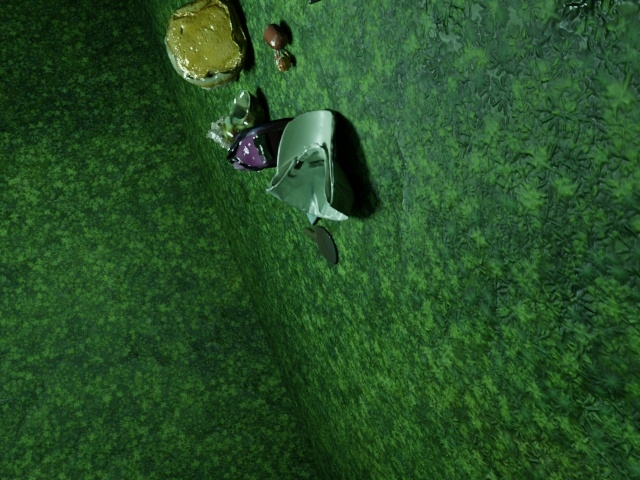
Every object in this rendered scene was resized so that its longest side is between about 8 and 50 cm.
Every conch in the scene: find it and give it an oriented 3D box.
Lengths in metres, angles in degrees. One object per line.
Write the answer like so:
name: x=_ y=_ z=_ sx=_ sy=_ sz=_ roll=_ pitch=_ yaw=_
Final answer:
conch: x=-0.382 y=-0.439 z=2.225 sx=0.245 sy=0.178 sz=0.163 roll=38 pitch=142 yaw=16
conch: x=-0.282 y=-0.444 z=1.948 sx=0.181 sy=0.124 sz=0.188 roll=-8 pitch=82 yaw=35

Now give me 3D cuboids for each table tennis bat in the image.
table tennis bat: x=0.000 y=0.000 z=1.832 sx=0.234 sy=0.022 sz=0.131 roll=36 pitch=143 yaw=55

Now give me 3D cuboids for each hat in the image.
hat: x=0.000 y=-0.208 z=1.460 sx=0.257 sy=0.168 sz=0.302 roll=17 pitch=103 yaw=40

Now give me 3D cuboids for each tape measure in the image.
tape measure: x=-0.162 y=-0.286 z=1.630 sx=0.231 sy=0.245 sz=0.149 roll=-5 pitch=107 yaw=54

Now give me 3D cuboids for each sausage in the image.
sausage: x=-0.127 y=-0.586 z=1.513 sx=0.094 sy=0.059 sz=0.054 roll=57 pitch=136 yaw=37

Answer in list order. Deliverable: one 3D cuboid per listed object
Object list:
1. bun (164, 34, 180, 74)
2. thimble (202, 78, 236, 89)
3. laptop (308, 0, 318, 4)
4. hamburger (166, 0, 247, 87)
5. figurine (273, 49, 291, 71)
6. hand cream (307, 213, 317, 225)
bun: x=-0.652 y=-0.903 z=2.505 sx=0.259 sy=0.159 sz=0.259 roll=50 pitch=151 yaw=41
thimble: x=-0.425 y=-0.708 z=2.079 sx=0.219 sy=0.150 sz=0.219 roll=53 pitch=155 yaw=38
laptop: x=-0.017 y=-0.653 z=1.200 sx=0.135 sy=0.016 sz=0.197 roll=24 pitch=132 yaw=63
hamburger: x=-0.389 y=-0.697 z=1.864 sx=0.158 sy=0.318 sz=0.319 roll=-52 pitch=-52 yaw=-68
figurine: x=-0.116 y=-0.538 z=1.553 sx=0.064 sy=0.047 sz=0.109 roll=71 pitch=175 yaw=-48
hand cream: x=-0.022 y=-0.121 z=1.741 sx=0.275 sy=0.050 sz=0.079 roll=128 pitch=147 yaw=-74
